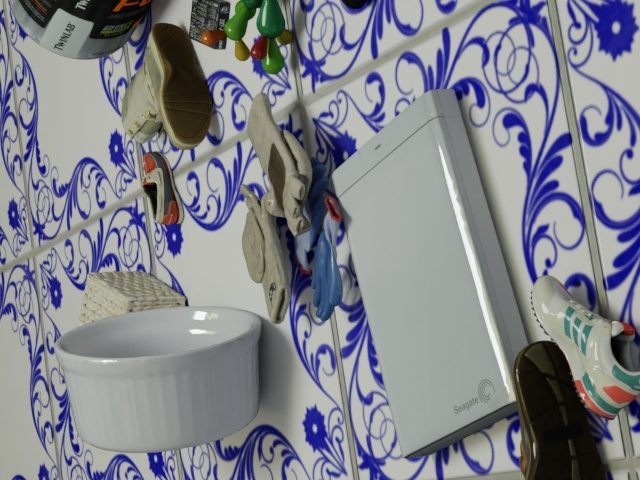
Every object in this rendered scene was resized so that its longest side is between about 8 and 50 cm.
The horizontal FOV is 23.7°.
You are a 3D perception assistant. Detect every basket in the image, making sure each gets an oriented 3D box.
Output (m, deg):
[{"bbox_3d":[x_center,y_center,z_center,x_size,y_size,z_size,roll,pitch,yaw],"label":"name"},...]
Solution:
[{"bbox_3d":[-0.285,0.114,2.306,0.167,0.113,0.103,24,111,55],"label":"basket"}]

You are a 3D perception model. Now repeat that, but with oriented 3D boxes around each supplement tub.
[{"bbox_3d":[-0.312,-0.432,2.208,0.338,0.207,0.207,-47,54,51],"label":"supplement tub"}]

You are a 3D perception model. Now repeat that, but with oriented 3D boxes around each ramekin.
[{"bbox_3d":[-0.210,0.184,2.047,0.277,0.277,0.135,13,111,58],"label":"ramekin"}]

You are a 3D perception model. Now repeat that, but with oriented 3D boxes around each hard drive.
[{"bbox_3d":[0.120,0.042,1.697,0.233,0.047,0.353,-39,61,54],"label":"hard drive"}]

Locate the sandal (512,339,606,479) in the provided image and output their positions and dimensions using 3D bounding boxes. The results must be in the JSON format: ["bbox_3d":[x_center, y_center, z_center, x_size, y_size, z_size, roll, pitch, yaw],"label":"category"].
[{"bbox_3d":[0.225,0.210,1.508,0.060,0.090,0.219,141,119,-72],"label":"sandal"}]

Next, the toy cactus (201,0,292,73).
[{"bbox_3d":[-0.087,-0.325,1.932,0.180,0.112,0.219,147,117,-67],"label":"toy cactus"}]

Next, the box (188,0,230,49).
[{"bbox_3d":[-0.157,-0.309,2.145,0.083,0.018,0.067,30,118,54],"label":"box"}]

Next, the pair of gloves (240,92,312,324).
[{"bbox_3d":[-0.056,-0.043,1.939,0.204,0.042,0.240,-117,29,-48],"label":"pair of gloves"}]

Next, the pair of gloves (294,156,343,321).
[{"bbox_3d":[0.000,0.000,1.872,0.198,0.023,0.159,-115,27,-54],"label":"pair of gloves"}]

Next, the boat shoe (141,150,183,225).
[{"bbox_3d":[-0.245,-0.080,2.289,0.049,0.043,0.137,-59,44,45],"label":"boat shoe"}]

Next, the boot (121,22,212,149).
[{"bbox_3d":[-0.229,-0.187,2.221,0.165,0.077,0.213,-53,44,46],"label":"boot"}]

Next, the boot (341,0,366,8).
[{"bbox_3d":[0.065,-0.323,1.759,0.099,0.045,0.121,22,111,52],"label":"boot"}]

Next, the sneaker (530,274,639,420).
[{"bbox_3d":[0.265,0.089,1.468,0.075,0.057,0.161,-45,53,31],"label":"sneaker"}]
